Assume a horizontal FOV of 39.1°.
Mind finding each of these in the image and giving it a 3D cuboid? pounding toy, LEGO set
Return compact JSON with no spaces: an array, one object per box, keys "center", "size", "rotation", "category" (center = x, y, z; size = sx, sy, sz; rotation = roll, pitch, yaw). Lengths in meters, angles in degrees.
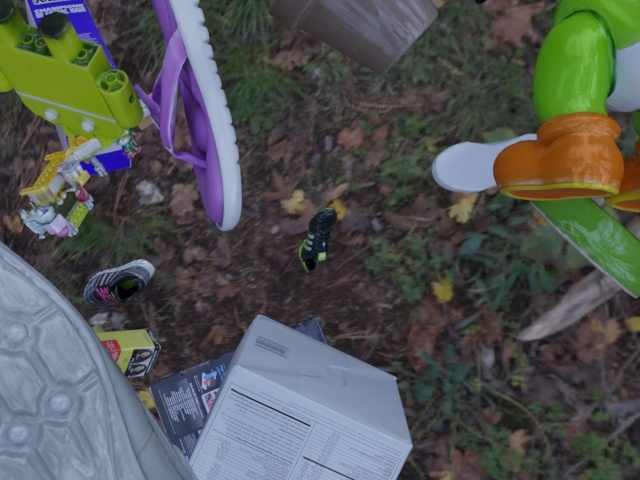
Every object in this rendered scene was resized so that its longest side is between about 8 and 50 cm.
[{"center":[0.356,-0.044,1.157],"size":[0.110,0.237,0.183],"rotation":[-48,141,13],"category":"pounding toy"},{"center":[-0.348,-0.104,1.411],"size":[0.287,0.132,0.107],"rotation":[-51,130,-27],"category":"LEGO set"}]

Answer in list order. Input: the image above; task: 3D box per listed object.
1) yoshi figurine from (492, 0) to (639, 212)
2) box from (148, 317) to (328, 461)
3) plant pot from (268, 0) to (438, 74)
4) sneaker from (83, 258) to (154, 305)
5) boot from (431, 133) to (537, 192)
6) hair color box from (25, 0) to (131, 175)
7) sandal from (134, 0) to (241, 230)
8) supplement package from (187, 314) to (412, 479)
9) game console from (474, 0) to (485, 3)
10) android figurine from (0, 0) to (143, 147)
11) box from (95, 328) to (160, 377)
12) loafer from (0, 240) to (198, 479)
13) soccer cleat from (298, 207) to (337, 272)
[{"center":[0.216,-0.208,0.725],"size":[0.202,0.203,0.363],"rotation":[2,86,22],"category":"yoshi figurine"},{"center":[-0.086,0.312,1.453],"size":[0.293,0.073,0.296],"rotation":[-22,84,-6],"category":"box"},{"center":[0.077,-0.420,1.575],"size":[0.229,0.263,0.263],"rotation":[43,70,-5],"category":"plant pot"},{"center":[-0.414,0.096,1.815],"size":[0.170,0.075,0.063],"rotation":[-23,118,19],"category":"sneaker"},{"center":[0.291,-0.128,1.658],"size":[0.258,0.123,0.095],"rotation":[-11,81,-27],"category":"boot"},{"center":[-0.423,-0.281,1.563],"size":[0.110,0.185,0.339],"rotation":[-15,43,-19],"category":"hair color box"},{"center":[-0.188,-0.199,1.149],"size":[0.102,0.169,0.417],"rotation":[-12,74,-13],"category":"sandal"},{"center":[-0.037,0.198,0.754],"size":[0.149,0.194,0.203],"rotation":[25,96,-1],"category":"supplement package"},{"center":[0.213,-0.328,0.995],"size":[0.122,0.107,0.071],"rotation":[-44,104,2],"category":"game console"},{"center":[-0.360,-0.219,1.253],"size":[0.248,0.273,0.056],"rotation":[18,65,12],"category":"android figurine"},{"center":[-0.440,0.230,1.787],"size":[0.232,0.087,0.058],"rotation":[2,37,-40],"category":"box"},{"center":[-0.130,0.128,0.473],"size":[0.112,0.111,0.320],"rotation":[-33,98,-16],"category":"loafer"},{"center":[0.000,0.000,1.878],"size":[0.060,0.179,0.072],"rotation":[-6,57,-23],"category":"soccer cleat"}]
